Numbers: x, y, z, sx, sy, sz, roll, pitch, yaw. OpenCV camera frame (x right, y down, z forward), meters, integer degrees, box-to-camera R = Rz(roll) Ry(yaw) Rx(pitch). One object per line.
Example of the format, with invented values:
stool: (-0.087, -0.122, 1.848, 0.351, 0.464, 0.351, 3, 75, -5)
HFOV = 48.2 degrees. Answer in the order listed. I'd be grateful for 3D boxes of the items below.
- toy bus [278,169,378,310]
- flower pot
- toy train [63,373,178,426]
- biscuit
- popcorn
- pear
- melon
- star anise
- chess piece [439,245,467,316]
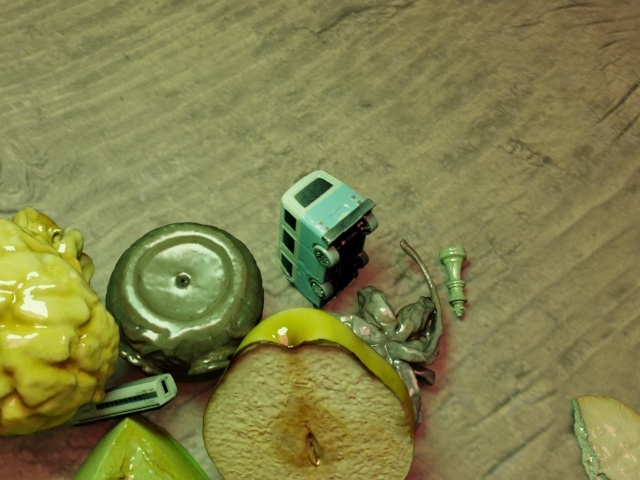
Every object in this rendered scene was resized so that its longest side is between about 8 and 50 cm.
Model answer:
toy bus: (0.000, 0.000, 1.379, 0.165, 0.271, 0.133, 41, 63, 20)
flower pot: (-0.242, 0.128, 1.292, 0.302, 0.213, 0.301, 4, 61, -7)
toy train: (-0.358, 0.272, 1.208, 0.055, 0.252, 0.048, -36, 107, -64)
biscuit: (0.585, 0.411, 1.384, 0.188, 0.040, 0.265, -37, 73, -28)
popcorn: (-0.518, 0.133, 1.140, 0.354, 0.344, 0.390, 10, 30, -36)
pear: (-0.013, 0.275, 1.200, 0.340, 0.386, 0.191, -1, 25, 7)
melon: (-0.285, 0.413, 1.109, 0.331, 0.343, 0.226, -11, 101, -4)
star anise: (0.120, 0.187, 1.363, 0.316, 0.139, 0.359, -16, 71, -24)
chess piece: (0.286, 0.089, 1.501, 0.059, 0.059, 0.149, 0, 66, -10)
